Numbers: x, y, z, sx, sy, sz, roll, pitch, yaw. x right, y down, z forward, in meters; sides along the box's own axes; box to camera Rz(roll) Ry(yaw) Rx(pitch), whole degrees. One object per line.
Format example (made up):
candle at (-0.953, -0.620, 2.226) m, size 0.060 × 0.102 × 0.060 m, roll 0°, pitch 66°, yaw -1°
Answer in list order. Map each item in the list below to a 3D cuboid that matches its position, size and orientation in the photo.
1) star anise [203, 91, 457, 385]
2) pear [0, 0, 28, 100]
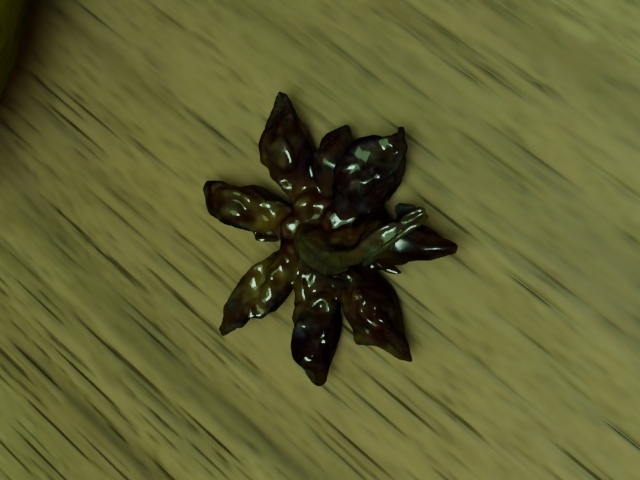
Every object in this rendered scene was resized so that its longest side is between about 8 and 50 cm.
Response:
star anise at (0.000, -0.001, 0.729) m, size 0.168 × 0.057 × 0.168 m, roll 3°, pitch 95°, yaw 39°
pear at (-0.345, -0.182, 0.750) m, size 0.418 × 0.362 × 0.362 m, roll 36°, pitch 110°, yaw 37°
